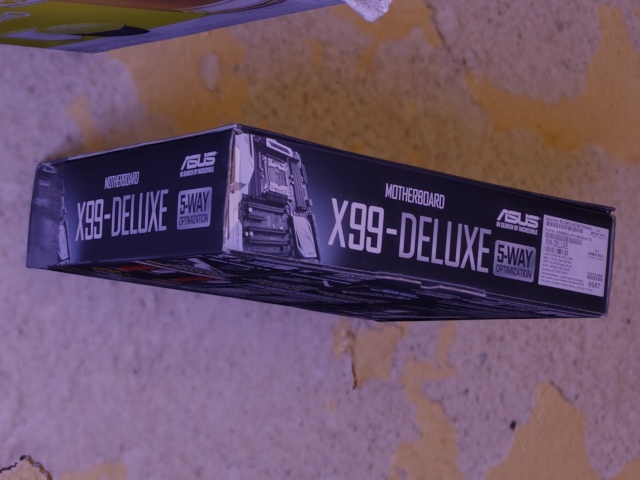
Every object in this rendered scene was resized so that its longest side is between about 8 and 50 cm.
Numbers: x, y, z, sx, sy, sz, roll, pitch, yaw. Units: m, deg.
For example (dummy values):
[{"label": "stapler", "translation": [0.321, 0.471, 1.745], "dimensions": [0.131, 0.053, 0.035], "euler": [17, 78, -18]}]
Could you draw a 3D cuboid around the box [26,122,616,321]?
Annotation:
[{"label": "box", "translation": [0.000, 0.000, 1.060], "dimensions": [0.307, 0.242, 0.076], "euler": [10, 81, -35]}]

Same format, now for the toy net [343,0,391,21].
[{"label": "toy net", "translation": [-0.018, -0.205, 0.761], "dimensions": [0.122, 0.045, 0.232], "euler": [-38, 111, -32]}]

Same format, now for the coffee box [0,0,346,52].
[{"label": "coffee box", "translation": [-0.186, -0.295, 0.878], "dimensions": [0.334, 0.338, 0.338], "euler": [1, 88, -37]}]
